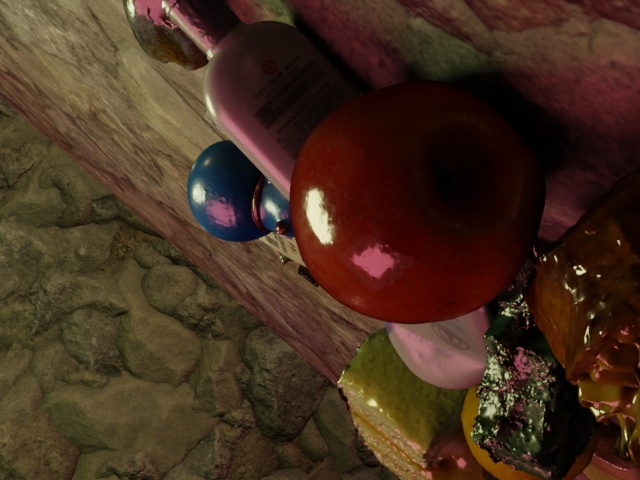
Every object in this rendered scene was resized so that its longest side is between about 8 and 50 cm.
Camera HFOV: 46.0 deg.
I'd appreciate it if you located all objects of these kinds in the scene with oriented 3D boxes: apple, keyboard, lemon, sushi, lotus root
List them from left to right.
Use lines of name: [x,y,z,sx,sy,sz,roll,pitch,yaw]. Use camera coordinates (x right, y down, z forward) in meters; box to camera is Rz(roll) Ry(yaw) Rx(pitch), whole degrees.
lotus root: [-0.173,-0.269,0.872,0.113,0.088,0.192,21,162,8]
keyboard: [-0.018,0.064,1.636,0.061,0.013,0.204,39,165,4]
apple: [0.081,-0.032,0.672,0.218,0.218,0.201,41,158,-2]
lemon: [0.298,0.262,1.086,0.187,0.187,0.244,40,162,0]
sushi: [0.242,0.055,0.583,0.179,0.167,0.296,50,176,14]

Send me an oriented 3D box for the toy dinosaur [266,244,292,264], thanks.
toy dinosaur: [-0.107,-0.041,1.487,0.188,0.075,0.247,46,173,14]

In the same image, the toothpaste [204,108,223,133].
toothpaste: [-0.158,-0.201,1.161,0.048,0.031,0.190,38,169,-5]

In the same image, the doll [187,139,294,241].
doll: [-0.081,-0.074,1.149,0.257,0.161,0.215,14,142,25]

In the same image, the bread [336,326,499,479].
bread: [0.240,0.345,1.397,0.264,0.239,0.395,14,150,51]

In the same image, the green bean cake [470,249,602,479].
green bean cake: [0.239,0.140,0.820,0.107,0.208,0.193,18,156,49]

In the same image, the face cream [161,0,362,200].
face cream: [-0.045,-0.149,0.784,0.291,0.144,0.071,45,160,-11]

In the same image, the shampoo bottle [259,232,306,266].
shampoo bottle: [0.000,0.000,1.279,0.284,0.071,0.153,29,149,27]

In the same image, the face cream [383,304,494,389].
face cream: [0.141,0.075,0.982,0.235,0.137,0.420,28,164,33]

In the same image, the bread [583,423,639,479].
bread: [0.451,0.342,1.178,0.139,0.060,0.178,28,162,43]
